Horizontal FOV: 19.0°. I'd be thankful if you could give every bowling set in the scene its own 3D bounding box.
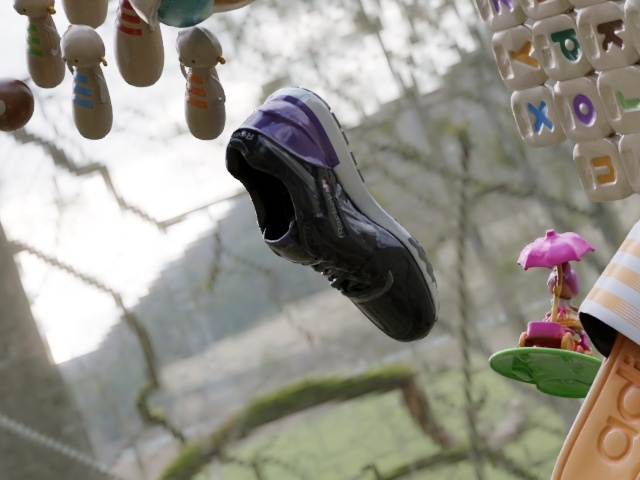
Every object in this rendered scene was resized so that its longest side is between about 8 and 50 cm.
[{"bbox_3d":[-0.233,-0.188,1.842,0.200,0.287,0.154,-31,-37,-27],"label":"bowling set"}]

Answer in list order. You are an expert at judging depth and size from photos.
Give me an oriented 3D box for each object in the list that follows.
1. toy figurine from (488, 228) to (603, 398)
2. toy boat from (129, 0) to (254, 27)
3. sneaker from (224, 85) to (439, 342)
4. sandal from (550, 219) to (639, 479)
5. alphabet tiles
[{"bbox_3d":[0.261,0.072,2.062,0.130,0.159,0.173,-1,-21,24],"label":"toy figurine"},{"bbox_3d":[-0.047,-0.309,1.683,0.318,0.148,0.267,-52,1,37],"label":"toy boat"},{"bbox_3d":[0.000,0.000,1.857,0.107,0.283,0.124,-23,16,45],"label":"sneaker"},{"bbox_3d":[0.203,0.075,1.212,0.076,0.265,0.102,21,3,-44],"label":"sandal"},{"bbox_3d":[0.230,-0.172,1.637,0.021,0.284,0.278,-22,6,-25],"label":"alphabet tiles"}]
